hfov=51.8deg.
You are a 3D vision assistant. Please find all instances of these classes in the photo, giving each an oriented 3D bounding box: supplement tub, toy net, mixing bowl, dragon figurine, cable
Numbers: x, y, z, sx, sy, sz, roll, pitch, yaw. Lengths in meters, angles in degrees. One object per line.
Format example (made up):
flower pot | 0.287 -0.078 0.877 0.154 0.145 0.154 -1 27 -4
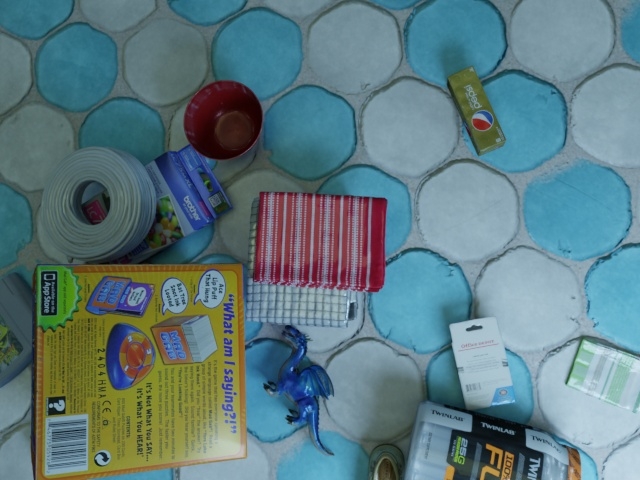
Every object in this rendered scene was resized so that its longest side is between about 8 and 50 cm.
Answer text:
supplement tub | 0.330 0.443 1.296 0.316 0.193 0.193 12 87 10
toy net | -0.347 -0.142 1.539 0.232 0.045 0.122 -14 95 10
mixing bowl | -0.207 -0.260 1.495 0.181 0.098 0.181 -1 84 8
dragon figurine | -0.023 0.321 1.419 0.144 0.085 0.289 -37 79 5
cable | -0.488 -0.079 1.438 0.257 0.089 0.257 -20 82 13

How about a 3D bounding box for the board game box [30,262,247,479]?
board game box | -0.366 0.232 1.280 0.356 0.356 0.356 1 84 -24

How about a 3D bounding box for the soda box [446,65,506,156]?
soda box | 0.336 -0.279 1.429 0.061 0.058 0.181 -23 81 7

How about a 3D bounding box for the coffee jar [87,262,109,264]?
coffee jar | -0.493 0.128 1.516 0.096 0.079 0.184 -37 81 11

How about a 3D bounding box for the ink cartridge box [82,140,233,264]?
ink cartridge box | -0.376 -0.073 1.499 0.311 0.065 0.186 -29 91 9

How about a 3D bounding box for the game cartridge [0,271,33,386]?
game cartridge | -0.781 0.242 1.569 0.294 0.060 0.196 -41 84 4

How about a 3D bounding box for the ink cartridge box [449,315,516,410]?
ink cartridge box | 0.336 0.253 1.379 0.104 0.060 0.180 -12 83 9

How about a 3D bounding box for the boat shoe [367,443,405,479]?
boat shoe | 0.130 0.575 1.368 0.104 0.089 0.285 -3 85 9

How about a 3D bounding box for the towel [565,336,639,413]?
towel | 0.596 0.277 1.353 0.152 0.023 0.113 20 88 11

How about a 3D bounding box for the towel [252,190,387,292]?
towel | 0.000 0.000 1.358 0.275 0.031 0.199 4 83 7

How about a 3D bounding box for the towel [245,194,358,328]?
towel | -0.033 0.046 1.432 0.235 0.121 0.283 0 83 8

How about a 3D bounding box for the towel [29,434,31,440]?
towel | -0.596 0.471 1.529 0.148 0.027 0.110 42 93 9
